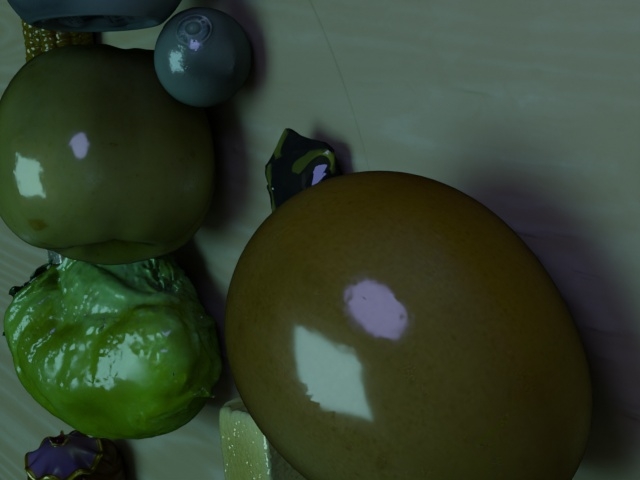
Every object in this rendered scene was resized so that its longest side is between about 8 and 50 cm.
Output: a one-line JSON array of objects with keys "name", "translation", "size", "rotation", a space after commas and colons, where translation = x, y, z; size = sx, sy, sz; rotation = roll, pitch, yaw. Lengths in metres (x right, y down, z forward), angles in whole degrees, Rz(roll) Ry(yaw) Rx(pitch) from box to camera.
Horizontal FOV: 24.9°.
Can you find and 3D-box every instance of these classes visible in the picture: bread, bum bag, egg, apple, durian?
[{"name": "bread", "translation": [-0.051, 0.265, 1.571], "size": [0.125, 0.068, 0.188], "rotation": [3, 101, 61]}, {"name": "bum bag", "translation": [0.000, 0.000, 1.402], "size": [0.107, 0.060, 0.232], "rotation": [-24, 80, 51]}, {"name": "egg", "translation": [0.067, 0.088, 1.117], "size": [0.322, 0.250, 0.250], "rotation": [46, 138, 33]}, {"name": "apple", "translation": [-0.236, -0.094, 1.597], "size": [0.262, 0.262, 0.262], "rotation": [28, 123, 55]}, {"name": "durian", "translation": [-0.249, 0.118, 1.742], "size": [0.339, 0.204, 0.255], "rotation": [51, 128, 40]}]

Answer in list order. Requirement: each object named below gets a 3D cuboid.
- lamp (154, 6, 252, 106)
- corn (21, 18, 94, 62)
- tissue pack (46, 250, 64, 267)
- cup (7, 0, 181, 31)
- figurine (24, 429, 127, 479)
[{"name": "lamp", "translation": [-0.123, -0.192, 1.511], "size": [0.105, 0.105, 0.105], "rotation": [28, 123, 55]}, {"name": "corn", "translation": [-0.341, -0.296, 1.878], "size": [0.102, 0.102, 0.312], "rotation": [13, 114, 59]}, {"name": "tissue pack", "translation": [-0.313, 0.021, 1.927], "size": [0.059, 0.094, 0.074], "rotation": [13, 112, 58]}, {"name": "cup", "translation": [-0.235, -0.379, 1.502], "size": [0.205, 0.205, 0.312], "rotation": [0, 93, 61]}, {"name": "figurine", "translation": [-0.340, 0.385, 2.042], "size": [0.189, 0.142, 0.263], "rotation": [-60, -34, -72]}]
